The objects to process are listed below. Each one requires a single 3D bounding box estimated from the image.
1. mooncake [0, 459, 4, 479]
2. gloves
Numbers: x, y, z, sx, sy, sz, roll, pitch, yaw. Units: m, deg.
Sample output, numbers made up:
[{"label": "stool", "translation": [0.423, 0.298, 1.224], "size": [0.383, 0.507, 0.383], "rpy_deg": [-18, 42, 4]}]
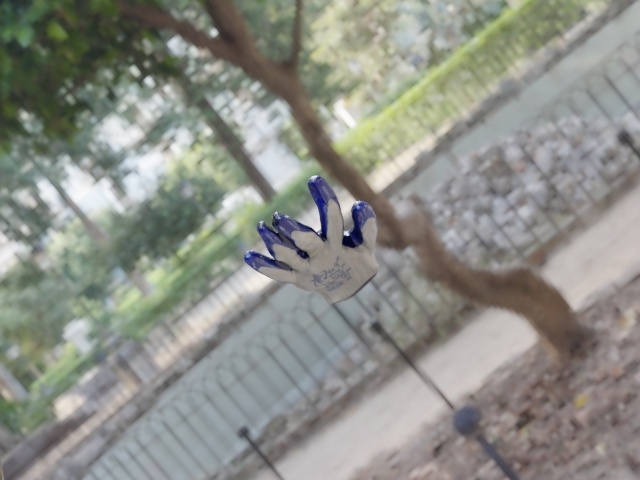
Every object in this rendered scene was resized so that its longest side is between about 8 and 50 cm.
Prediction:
[{"label": "mooncake", "translation": [-0.255, 0.135, 0.591], "size": [0.235, 0.235, 0.117], "rpy_deg": [-45, -35, -52]}, {"label": "gloves", "translation": [0.000, 0.000, 0.746], "size": [0.064, 0.026, 0.086], "rpy_deg": [-43, -40, 16]}]
